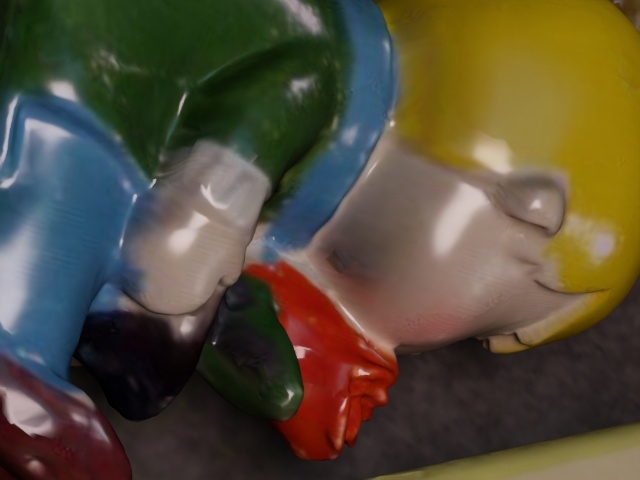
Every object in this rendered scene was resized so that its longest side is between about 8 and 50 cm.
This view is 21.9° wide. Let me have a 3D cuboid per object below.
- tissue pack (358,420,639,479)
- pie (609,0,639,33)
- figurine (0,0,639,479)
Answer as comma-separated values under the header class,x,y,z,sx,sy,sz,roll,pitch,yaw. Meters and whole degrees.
class,x,y,z,sx,sy,sz,roll,pitch,yaw
tissue pack,0.077,0.131,0.401,0.234,0.125,0.159,-7,68,-35
pie,0.096,-0.172,0.622,0.306,0.071,0.306,13,58,-21
figurine,0.008,0.000,0.446,0.234,0.127,0.185,22,59,-31
